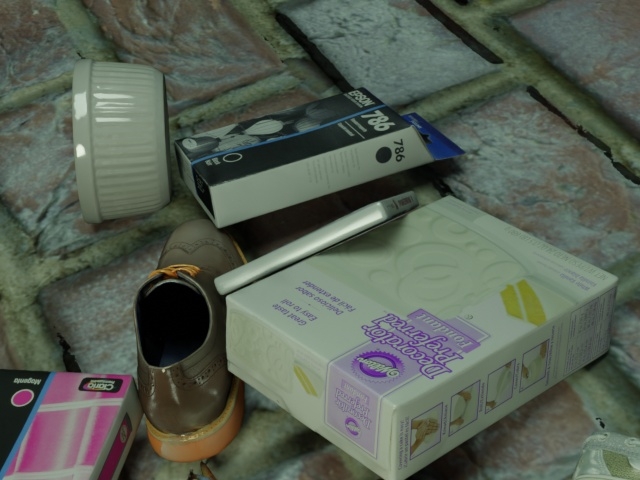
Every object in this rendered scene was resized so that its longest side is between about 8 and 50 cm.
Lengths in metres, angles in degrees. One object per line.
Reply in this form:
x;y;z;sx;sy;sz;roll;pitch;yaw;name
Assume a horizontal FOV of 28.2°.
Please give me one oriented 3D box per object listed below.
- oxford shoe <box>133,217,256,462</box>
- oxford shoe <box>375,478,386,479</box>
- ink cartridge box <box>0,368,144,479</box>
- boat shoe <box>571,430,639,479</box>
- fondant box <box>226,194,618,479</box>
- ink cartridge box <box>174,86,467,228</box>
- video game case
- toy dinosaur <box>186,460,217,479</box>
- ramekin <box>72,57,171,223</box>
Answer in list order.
-0.136;0.067;1.386;0.130;0.133;0.364;-11;35;2;oxford shoe
0.053;0.345;1.039;0.130;0.123;0.348;11;46;17;oxford shoe
-0.304;0.270;1.192;0.175;0.069;0.371;1;41;13;ink cartridge box
0.371;0.233;1.094;0.320;0.118;0.103;5;47;29;boat shoe
0.105;0.084;1.284;0.330;0.096;0.238;-25;39;-36;fondant box
-0.001;-0.117;1.584;0.332;0.065;0.165;-17;29;-16;ink cartridge box
0.000;0.000;1.395;0.201;0.023;0.183;-25;-1;16;video game case
-0.092;0.248;1.248;0.082;0.047;0.090;19;36;7;toy dinosaur
-0.245;-0.126;1.596;0.109;0.207;0.207;-2;40;-5;ramekin
